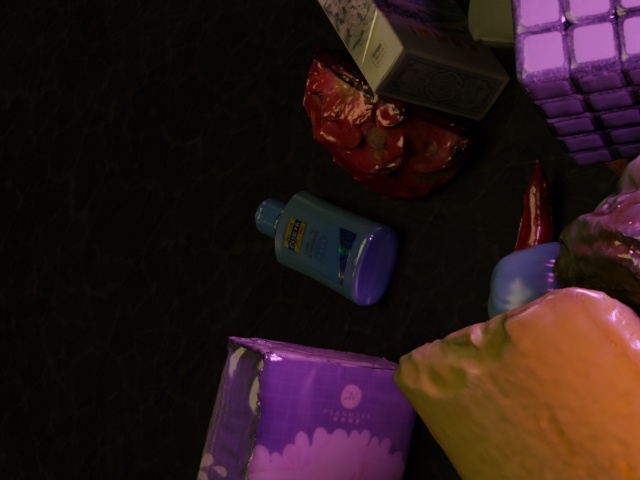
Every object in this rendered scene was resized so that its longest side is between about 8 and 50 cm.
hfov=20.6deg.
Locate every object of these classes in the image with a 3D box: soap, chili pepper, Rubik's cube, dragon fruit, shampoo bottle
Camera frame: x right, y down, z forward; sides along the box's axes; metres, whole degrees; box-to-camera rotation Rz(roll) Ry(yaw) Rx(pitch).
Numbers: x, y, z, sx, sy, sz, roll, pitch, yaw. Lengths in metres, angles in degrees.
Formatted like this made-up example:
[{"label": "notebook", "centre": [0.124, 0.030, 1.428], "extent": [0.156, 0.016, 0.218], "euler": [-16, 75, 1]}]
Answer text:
[{"label": "soap", "centre": [0.268, 0.231, 1.582], "extent": [0.306, 0.115, 0.427], "euler": [-27, 101, 44]}, {"label": "chili pepper", "centre": [0.218, 0.044, 1.915], "extent": [0.050, 0.059, 0.268], "euler": [15, 92, 14]}, {"label": "Rubik's cube", "centre": [0.307, -0.224, 1.622], "extent": [0.238, 0.237, 0.237], "euler": [-10, 69, 16]}, {"label": "dragon fruit", "centre": [0.071, -0.135, 2.100], "extent": [0.261, 0.163, 0.189], "euler": [38, 140, 51]}, {"label": "shampoo bottle", "centre": [0.000, 0.000, 2.220], "extent": [0.258, 0.061, 0.104], "euler": [25, 101, 55]}]

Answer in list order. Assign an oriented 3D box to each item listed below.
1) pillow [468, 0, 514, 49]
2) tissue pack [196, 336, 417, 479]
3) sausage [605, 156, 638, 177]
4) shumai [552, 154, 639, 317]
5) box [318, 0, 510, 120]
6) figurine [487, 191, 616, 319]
[{"label": "pillow", "centre": [0.274, -0.355, 1.863], "extent": [0.255, 0.119, 0.322], "euler": [15, 96, 47]}, {"label": "tissue pack", "centre": [-0.028, 0.294, 2.027], "extent": [0.125, 0.242, 0.344], "euler": [15, 94, 51]}, {"label": "sausage", "centre": [0.334, -0.074, 1.757], "extent": [0.083, 0.083, 0.264], "euler": [-62, 40, 23]}, {"label": "shumai", "centre": [0.387, -0.008, 1.549], "extent": [0.263, 0.309, 0.304], "euler": [-59, 9, -9]}, {"label": "box", "centre": [0.094, -0.258, 2.062], "extent": [0.069, 0.164, 0.256], "euler": [-57, 41, 28]}, {"label": "figurine", "centre": [0.280, 0.035, 1.779], "extent": [0.260, 0.103, 0.205], "euler": [-2, 81, 45]}]
